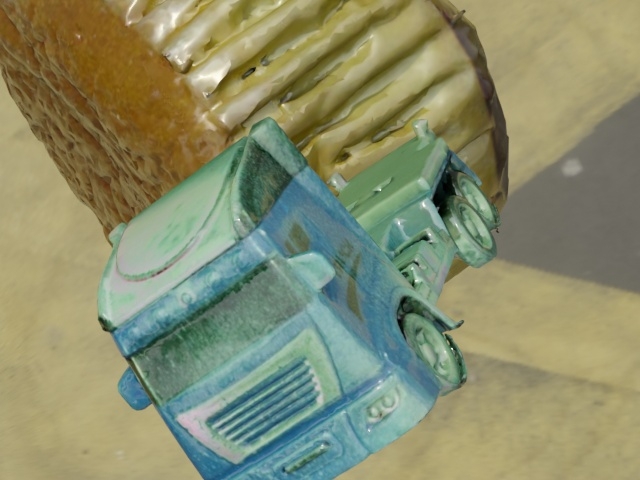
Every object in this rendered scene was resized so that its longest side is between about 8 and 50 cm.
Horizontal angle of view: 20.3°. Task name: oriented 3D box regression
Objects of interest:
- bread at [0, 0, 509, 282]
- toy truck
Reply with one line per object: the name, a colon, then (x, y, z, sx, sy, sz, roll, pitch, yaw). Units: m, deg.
bread: (-0.046, -0.068, 0.783, 0.142, 0.227, 0.253, -40, 61, -16)
toy truck: (0.000, 0.000, 0.488, 0.067, 0.175, 0.081, -34, 101, 23)
